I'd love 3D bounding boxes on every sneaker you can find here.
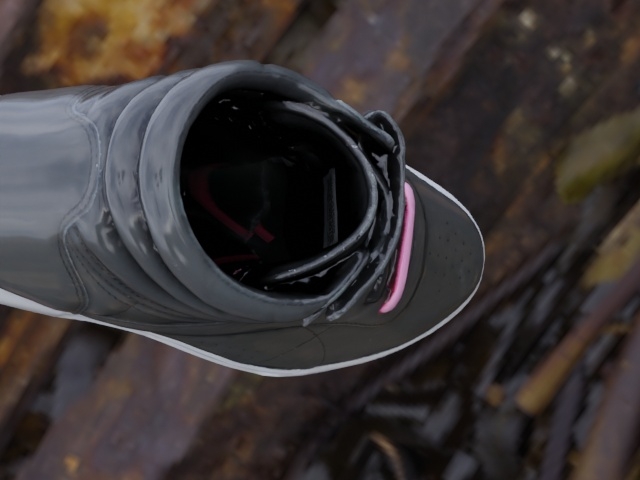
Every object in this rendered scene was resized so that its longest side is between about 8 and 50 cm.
[{"bbox_3d":[0.000,0.000,0.734,0.147,0.295,0.105,0,83,44],"label":"sneaker"}]
